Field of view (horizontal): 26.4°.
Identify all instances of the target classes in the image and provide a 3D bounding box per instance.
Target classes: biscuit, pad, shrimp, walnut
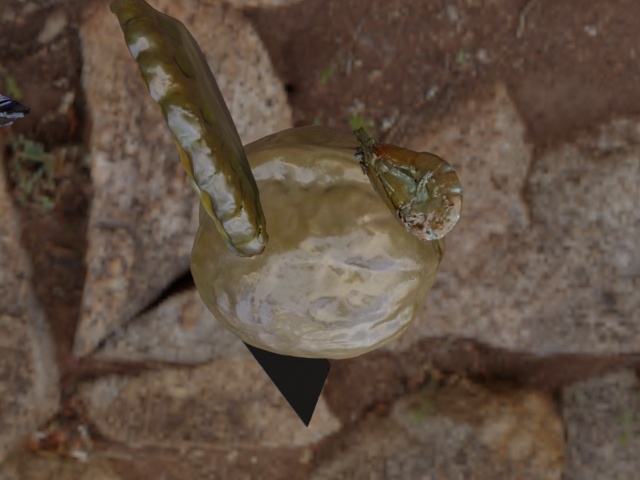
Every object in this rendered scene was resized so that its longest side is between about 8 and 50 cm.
[{"bbox_3d":[-0.144,-0.136,1.570,0.078,0.329,0.335,-26,107,1],"label":"biscuit"},{"bbox_3d":[-0.063,0.179,2.316,0.004,0.164,0.243,-19,118,30],"label":"pad"},{"bbox_3d":[0.098,-0.071,1.567,0.043,0.184,0.091,15,112,-53],"label":"shrimp"},{"bbox_3d":[0.000,0.000,1.970,0.381,0.381,0.381,4,150,2],"label":"walnut"}]

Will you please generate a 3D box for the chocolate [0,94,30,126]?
[{"bbox_3d":[-0.506,-0.127,1.576,0.343,0.126,0.148,-6,166,-19],"label":"chocolate"}]
